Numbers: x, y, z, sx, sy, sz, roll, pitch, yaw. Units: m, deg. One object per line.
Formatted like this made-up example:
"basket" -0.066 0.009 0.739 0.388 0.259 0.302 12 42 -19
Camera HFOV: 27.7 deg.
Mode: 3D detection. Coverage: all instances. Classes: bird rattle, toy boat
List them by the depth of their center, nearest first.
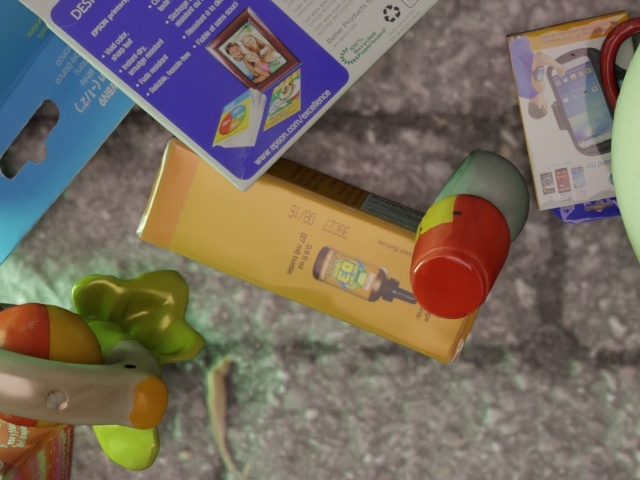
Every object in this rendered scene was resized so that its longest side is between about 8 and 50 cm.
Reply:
"toy boat" 0.205 -0.028 0.744 0.318 0.148 0.268 -9 112 20
"bird rattle" -0.196 0.064 0.856 0.253 0.207 0.143 21 91 -23

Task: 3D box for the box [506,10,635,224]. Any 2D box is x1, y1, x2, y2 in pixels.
"box" 0.176 -0.079 0.869 0.081 0.028 0.136 -11 97 10

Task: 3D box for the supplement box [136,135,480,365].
"supplement box" 0.000 0.000 0.887 0.233 0.080 0.078 23 104 5

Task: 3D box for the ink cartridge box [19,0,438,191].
"ink cartridge box" -0.050 -0.166 0.756 0.206 0.045 0.208 -43 114 15

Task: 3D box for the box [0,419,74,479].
"box" -0.284 0.278 0.951 0.154 0.142 0.300 7 102 7

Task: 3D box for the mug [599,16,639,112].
"mug" 0.270 -0.091 0.823 0.150 0.113 0.169 -1 108 41

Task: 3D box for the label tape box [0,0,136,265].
"label tape box" -0.312 -0.143 0.845 0.348 0.115 0.249 47 128 -1
